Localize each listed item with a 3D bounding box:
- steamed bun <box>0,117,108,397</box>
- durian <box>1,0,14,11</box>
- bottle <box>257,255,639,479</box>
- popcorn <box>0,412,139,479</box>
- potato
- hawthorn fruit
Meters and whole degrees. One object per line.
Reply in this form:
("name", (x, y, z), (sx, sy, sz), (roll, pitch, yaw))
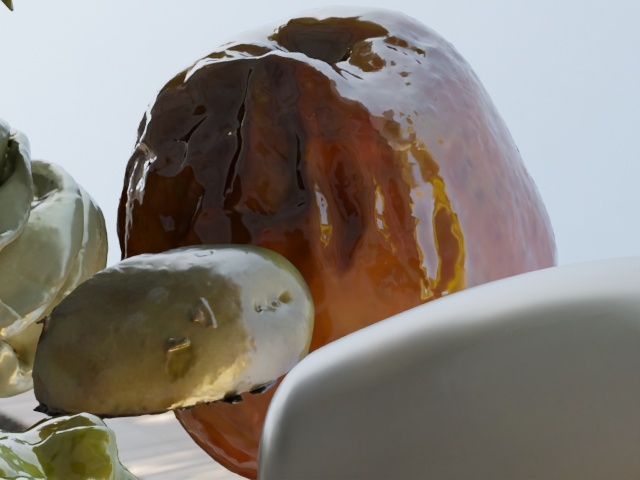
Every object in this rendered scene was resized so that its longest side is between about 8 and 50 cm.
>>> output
("steamed bun", (-0.305, 0.003, 1.470), (0.203, 0.289, 0.276), (-48, -144, 23))
("durian", (-0.241, -0.162, 0.614), (0.157, 0.355, 0.170), (-38, -129, 40))
("bottle", (0.116, 0.061, 0.437), (0.236, 0.147, 0.148), (-23, -103, 19))
("popcorn", (-0.186, 0.183, 0.782), (0.259, 0.259, 0.212), (14, -82, 37))
("potato", (-0.098, 0.066, 1.286), (0.138, 0.243, 0.098), (14, -63, 42))
("hawthorn fruit", (0.000, 0.000, 1.620), (0.471, 0.471, 0.472), (2, -87, 38))
